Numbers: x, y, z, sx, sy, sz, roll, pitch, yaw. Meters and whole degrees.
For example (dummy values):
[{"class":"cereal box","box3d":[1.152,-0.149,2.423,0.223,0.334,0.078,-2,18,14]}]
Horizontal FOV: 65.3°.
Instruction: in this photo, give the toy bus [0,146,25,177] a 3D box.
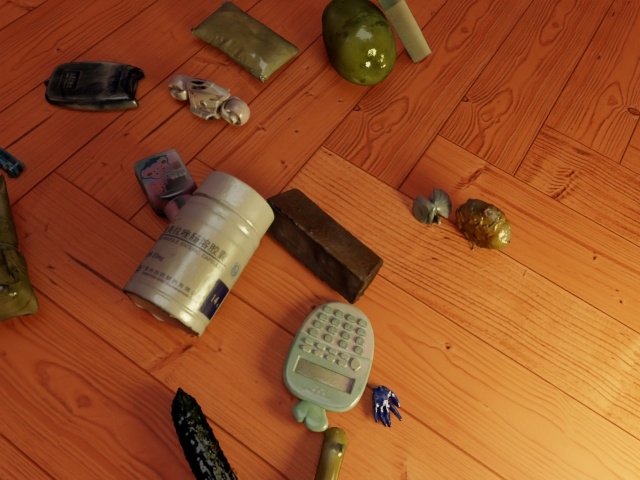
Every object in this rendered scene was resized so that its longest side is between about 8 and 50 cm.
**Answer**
[{"class":"toy bus","box3d":[-0.787,-0.195,1.253,0.083,0.038,0.046,34,60,11]}]

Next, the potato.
[{"class":"potato","box3d":[0.112,-0.601,1.486,0.215,0.216,0.305,-4,65,-9]}]

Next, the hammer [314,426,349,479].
[{"class":"hammer","box3d":[0.000,0.504,0.946,0.201,0.113,0.306,22,53,1]}]

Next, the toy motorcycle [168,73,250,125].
[{"class":"toy motorcycle","box3d":[-0.310,-0.399,1.381,0.254,0.112,0.113,26,62,9]}]

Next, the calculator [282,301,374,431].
[{"class":"calculator","box3d":[0.018,0.269,1.099,0.183,0.042,0.295,21,59,4]}]

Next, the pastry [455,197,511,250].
[{"class":"pastry","box3d":[0.409,-0.039,1.253,0.081,0.153,0.153,-34,70,-13]}]

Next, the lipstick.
[{"class":"lipstick","box3d":[0.242,-0.652,1.479,0.068,0.317,0.066,-29,61,19]}]

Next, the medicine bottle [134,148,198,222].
[{"class":"medicine bottle","box3d":[-0.367,-0.120,1.230,0.119,0.094,0.188,-26,68,-20]}]

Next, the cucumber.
[{"class":"cucumber","box3d":[-0.223,0.422,0.973,0.072,0.072,0.300,-28,67,-20]}]

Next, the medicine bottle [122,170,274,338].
[{"class":"medicine bottle","box3d":[-0.256,0.024,1.098,0.189,0.190,0.332,26,67,8]}]

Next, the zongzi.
[{"class":"zongzi","box3d":[-0.801,0.036,1.056,0.322,0.160,0.361,-17,66,-16]}]

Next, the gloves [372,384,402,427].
[{"class":"gloves","box3d":[0.142,0.356,1.074,0.063,0.026,0.086,-2,62,-10]}]

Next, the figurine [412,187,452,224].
[{"class":"figurine","box3d":[0.299,-0.087,1.314,0.086,0.082,0.095,-23,92,-35]}]

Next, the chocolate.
[{"class":"chocolate","box3d":[0.000,0.000,1.201,0.321,0.112,0.112,39,48,15]}]

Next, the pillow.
[{"class":"pillow","box3d":[-0.233,-0.611,1.525,0.302,0.075,0.185,37,66,10]}]

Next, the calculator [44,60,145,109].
[{"class":"calculator","box3d":[-0.640,-0.438,1.406,0.267,0.040,0.177,-1,60,-3]}]
